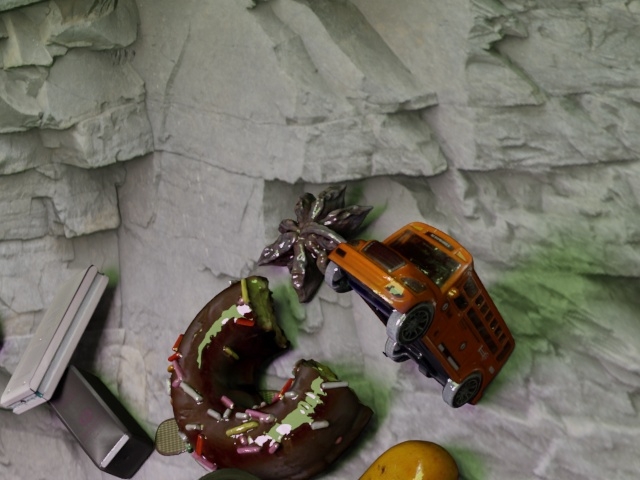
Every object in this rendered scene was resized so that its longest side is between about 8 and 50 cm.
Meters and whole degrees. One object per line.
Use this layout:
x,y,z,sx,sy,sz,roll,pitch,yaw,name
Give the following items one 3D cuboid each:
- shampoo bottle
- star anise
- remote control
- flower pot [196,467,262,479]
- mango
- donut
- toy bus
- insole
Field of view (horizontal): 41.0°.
-0.386,0.296,1.454,0.246,0.079,0.080,35,82,39,shampoo bottle
0.000,0.000,1.403,0.231,0.089,0.209,-5,68,41,star anise
-0.470,0.175,1.534,0.103,0.055,0.277,-28,33,37,remote control
-0.191,0.416,1.195,0.203,0.212,0.212,-6,59,43,flower pot
0.110,0.336,1.144,0.165,0.089,0.115,-42,49,5,mango
-0.111,0.225,1.302,0.259,0.136,0.345,-40,51,-2,donut
0.141,0.088,1.117,0.153,0.329,0.143,-48,50,-6,toy bus
-0.162,0.296,1.375,0.253,0.005,0.086,-19,55,19,insole
